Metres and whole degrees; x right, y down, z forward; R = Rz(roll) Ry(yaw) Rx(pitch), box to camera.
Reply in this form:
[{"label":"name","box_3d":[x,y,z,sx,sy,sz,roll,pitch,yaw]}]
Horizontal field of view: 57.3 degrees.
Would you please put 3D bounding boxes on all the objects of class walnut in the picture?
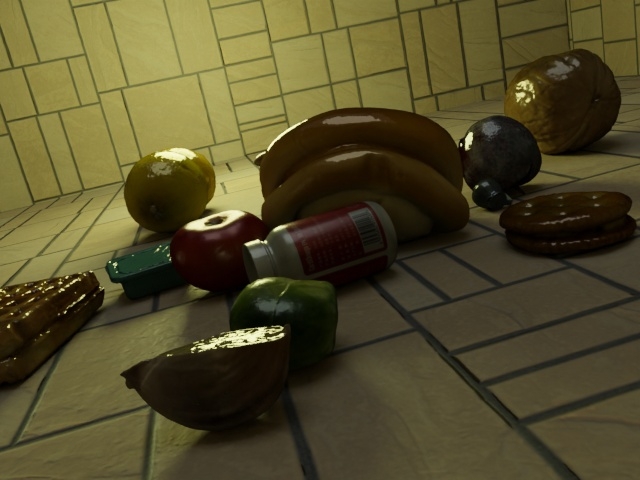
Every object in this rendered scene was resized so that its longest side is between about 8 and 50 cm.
[{"label":"walnut","box_3d":[0.688,-0.395,1.684,0.333,0.332,0.333,-11,16,3]}]

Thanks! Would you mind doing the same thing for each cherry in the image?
[{"label":"cherry","box_3d":[0.420,-0.201,1.377,0.195,0.195,0.195,-11,16,3]}]

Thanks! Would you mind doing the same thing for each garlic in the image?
[{"label":"garlic","box_3d":[-0.117,0.161,0.666,0.196,0.101,0.087,-13,11,8]}]

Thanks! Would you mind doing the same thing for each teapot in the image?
[{"label":"teapot","box_3d":[0.382,-0.096,1.285,0.088,0.066,0.057,5,28,-27]}]

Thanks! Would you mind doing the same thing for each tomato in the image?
[{"label":"tomato","box_3d":[-0.190,0.021,1.137,0.195,0.136,0.195,-10,19,3]}]

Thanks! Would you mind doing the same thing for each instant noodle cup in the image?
[{"label":"instant noodle cup","box_3d":[-0.355,0.064,1.240,0.179,0.070,0.157,-18,18,-20]}]

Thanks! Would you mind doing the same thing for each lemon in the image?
[{"label":"lemon","box_3d":[-0.473,-0.195,1.942,0.288,0.233,0.233,7,24,33]},{"label":"lemon","box_3d":[-0.452,-0.131,1.707,0.241,0.240,0.219,-11,31,4]}]

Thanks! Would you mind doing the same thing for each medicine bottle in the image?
[{"label":"medicine bottle","box_3d":[0.000,0.021,1.014,0.250,0.131,0.131,-17,16,-16]}]

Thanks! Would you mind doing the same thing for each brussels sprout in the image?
[{"label":"brussels sprout","box_3d":[-0.048,0.110,0.773,0.155,0.117,0.155,7,5,-1]}]

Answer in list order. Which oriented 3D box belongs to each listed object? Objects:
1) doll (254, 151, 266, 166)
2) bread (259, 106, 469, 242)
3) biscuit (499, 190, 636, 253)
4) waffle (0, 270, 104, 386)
[{"label":"doll","box_3d":[-0.001,-0.177,1.532,0.318,0.209,0.340,-44,32,-24]},{"label":"bread","box_3d":[0.084,-0.097,1.223,0.424,0.245,0.329,-2,-26,5]},{"label":"biscuit","box_3d":[0.426,-0.035,1.019,0.221,0.066,0.220,-12,12,3]},{"label":"waffle","box_3d":[-0.552,0.152,1.039,0.224,0.098,0.327,-8,17,8]}]
